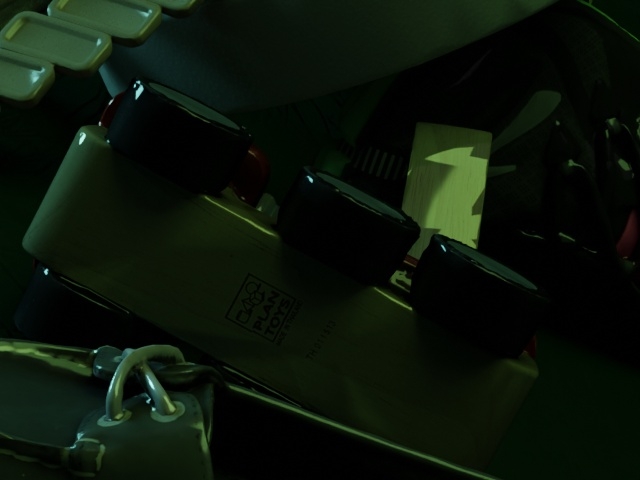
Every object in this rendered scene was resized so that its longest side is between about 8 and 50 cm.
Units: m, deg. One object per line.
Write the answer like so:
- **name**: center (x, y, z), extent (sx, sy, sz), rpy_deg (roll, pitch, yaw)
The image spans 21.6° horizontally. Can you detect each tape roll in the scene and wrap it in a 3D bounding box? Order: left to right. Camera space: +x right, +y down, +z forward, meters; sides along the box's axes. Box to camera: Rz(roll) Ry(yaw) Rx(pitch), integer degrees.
- **tape roll**: center (0.031, -0.198, 1.038), extent (0.392, 0.392, 0.072), rpy_deg (-104, 171, -66)

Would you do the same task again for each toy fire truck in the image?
- **toy fire truck**: center (0.000, 0.000, 0.790), extent (0.217, 0.158, 0.246), rpy_deg (28, 7, 2)

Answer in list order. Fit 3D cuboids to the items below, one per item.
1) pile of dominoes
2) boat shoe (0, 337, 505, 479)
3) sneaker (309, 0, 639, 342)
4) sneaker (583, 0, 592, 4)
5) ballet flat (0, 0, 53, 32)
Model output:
- **pile of dominoes**: center (-0.155, -0.140, 0.909), extent (0.251, 0.040, 0.196), rpy_deg (-35, 54, -22)
- **boat shoe**: center (-0.005, 0.090, 0.595), extent (0.335, 0.095, 0.112), rpy_deg (24, 19, -10)
- **sneaker**: center (0.198, -0.032, 1.065), extent (0.482, 0.185, 0.202), rpy_deg (5, 31, -41)
- **sneaker**: center (0.050, -0.219, 1.299), extent (0.384, 0.147, 0.145), rpy_deg (-1, -15, 43)
- **ballet flat**: center (-0.153, -0.165, 0.979), extent (0.057, 0.168, 0.052), rpy_deg (20, -39, 62)
